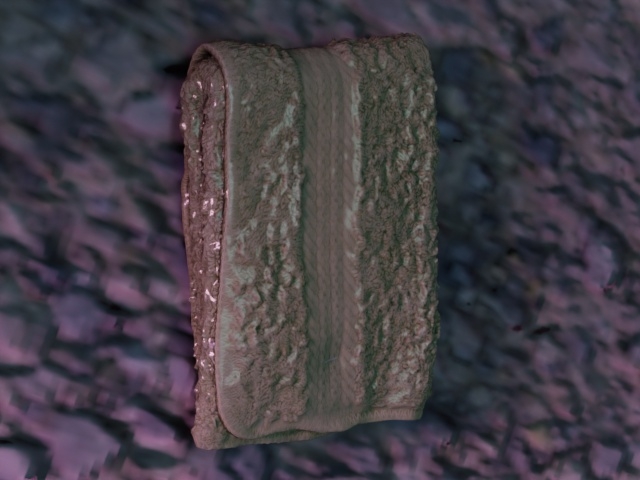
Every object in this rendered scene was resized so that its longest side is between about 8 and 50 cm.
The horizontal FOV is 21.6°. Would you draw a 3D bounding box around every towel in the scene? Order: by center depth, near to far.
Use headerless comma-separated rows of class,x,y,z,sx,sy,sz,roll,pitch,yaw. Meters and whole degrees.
towel,0.000,0.000,0.606,0.110,0.027,0.148,-8,102,-35
